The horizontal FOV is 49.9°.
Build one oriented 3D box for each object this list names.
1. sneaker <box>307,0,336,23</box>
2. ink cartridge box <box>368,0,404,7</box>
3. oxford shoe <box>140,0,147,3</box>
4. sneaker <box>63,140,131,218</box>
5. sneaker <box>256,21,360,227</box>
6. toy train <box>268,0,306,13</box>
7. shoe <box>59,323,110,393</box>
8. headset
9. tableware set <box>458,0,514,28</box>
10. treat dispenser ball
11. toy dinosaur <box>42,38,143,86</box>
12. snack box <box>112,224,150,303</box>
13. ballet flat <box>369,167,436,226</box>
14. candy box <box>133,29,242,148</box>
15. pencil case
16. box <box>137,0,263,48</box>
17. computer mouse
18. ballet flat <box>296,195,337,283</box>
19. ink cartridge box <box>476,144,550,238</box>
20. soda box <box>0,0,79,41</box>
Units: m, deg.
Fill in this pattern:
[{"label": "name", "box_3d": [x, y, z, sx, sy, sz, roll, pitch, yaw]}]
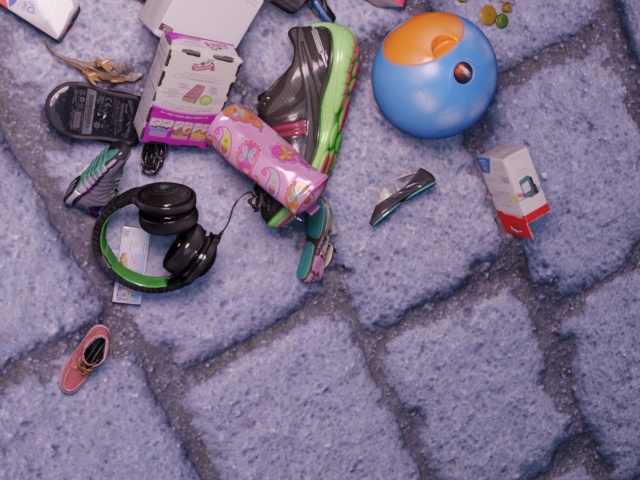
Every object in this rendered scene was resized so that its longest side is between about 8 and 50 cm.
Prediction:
[{"label": "sneaker", "box_3d": [-0.005, -0.590, 1.581, 0.078, 0.067, 0.188, -26, 104, -8]}, {"label": "ink cartridge box", "box_3d": [0.143, -0.682, 1.571, 0.172, 0.100, 0.237, 17, 94, -38]}, {"label": "oxford shoe", "box_3d": [-0.358, -0.549, 1.461, 0.271, 0.098, 0.097, 2, 98, -18]}, {"label": "sneaker", "box_3d": [-0.454, -0.129, 1.481, 0.223, 0.083, 0.098, -31, 127, 34]}, {"label": "sneaker", "box_3d": [-0.055, -0.264, 1.593, 0.202, 0.185, 0.483, 18, 99, 11]}, {"label": "toy train", "box_3d": [-0.147, -0.597, 1.414, 0.142, 0.190, 0.334, -46, 154, 19]}, {"label": "shoe", "box_3d": [-0.537, 0.277, 1.560, 0.063, 0.081, 0.178, 32, 89, -20]}, {"label": "headset", "box_3d": [-0.302, -0.034, 1.515, 0.394, 0.185, 0.243, -18, 118, 11]}, {"label": "tableware set", "box_3d": [0.418, -0.600, 1.737, 0.154, 0.024, 0.104, 12, 99, -20]}, {"label": "treat dispenser ball", "box_3d": [0.261, -0.377, 1.586, 0.288, 0.288, 0.288, -3, 100, -17]}, {"label": "toy dinosaur", "box_3d": [-0.485, -0.363, 1.461, 0.211, 0.112, 0.064, 15, 96, -26]}, {"label": "snack box", "box_3d": [-0.435, 0.057, 1.584, 0.064, 0.022, 0.178, 8, 97, -19]}, {"label": "ballet flat", "box_3d": [0.194, -0.116, 1.732, 0.203, 0.074, 0.074, -35, 108, -2]}, {"label": "candy box", "box_3d": [-0.282, -0.310, 1.445, 0.159, 0.071, 0.233, 2, 135, -35]}, {"label": "pencil case", "box_3d": [-0.112, -0.169, 1.471, 0.284, 0.124, 0.124, 40, 86, 9]}, {"label": "box", "box_3d": [-0.252, -0.485, 1.446, 0.181, 0.119, 0.182, 22, 108, -43]}, {"label": "computer mouse", "box_3d": [-0.462, -0.261, 1.501, 0.272, 0.072, 0.188, 13, 94, -31]}, {"label": "ballet flat", "box_3d": [0.000, 0.000, 1.691, 0.079, 0.077, 0.221, 4, 104, -37]}, {"label": "ink cartridge box", "box_3d": [0.507, -0.127, 1.787, 0.078, 0.134, 0.231, -29, 107, -11]}, {"label": "soda box", "box_3d": [-0.634, -0.519, 1.382, 0.286, 0.098, 0.091, 32, 89, -20]}]
